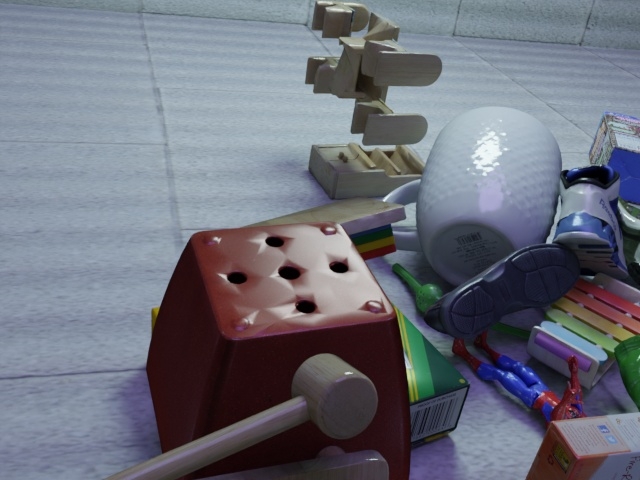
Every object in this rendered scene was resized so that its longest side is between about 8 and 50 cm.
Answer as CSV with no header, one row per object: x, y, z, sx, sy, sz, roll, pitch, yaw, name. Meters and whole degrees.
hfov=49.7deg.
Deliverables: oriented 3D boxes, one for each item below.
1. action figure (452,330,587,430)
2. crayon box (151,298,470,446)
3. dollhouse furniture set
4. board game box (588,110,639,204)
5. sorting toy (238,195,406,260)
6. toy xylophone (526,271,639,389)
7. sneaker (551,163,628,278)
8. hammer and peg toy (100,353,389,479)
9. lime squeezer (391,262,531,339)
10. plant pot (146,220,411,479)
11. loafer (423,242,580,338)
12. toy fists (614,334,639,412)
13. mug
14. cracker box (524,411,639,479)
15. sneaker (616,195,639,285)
0.333,0.204,1.061,0.091,0.139,0.280,-14,41,-31,action figure
-0.026,0.187,1.012,0.362,0.106,0.313,-10,36,-28,crayon box
0.142,-0.308,1.589,0.256,0.394,0.362,-5,34,-23,dollhouse furniture set
0.875,-0.219,1.882,0.231,0.141,0.291,15,32,10,board game box
0.000,0.000,1.266,0.255,0.090,0.257,-15,11,-13,sorting toy
0.495,0.168,1.197,0.236,0.081,0.322,26,31,23,toy xylophone
0.521,-0.040,1.313,0.127,0.182,0.315,5,-15,27,sneaker
-0.064,0.277,0.628,0.265,0.362,0.127,-4,13,-20,hammer and peg toy
0.242,0.124,1.259,0.310,0.059,0.110,26,3,27,lime squeezer
-0.047,0.126,0.782,0.267,0.236,0.267,-5,36,-20,plant pot
0.307,0.080,1.181,0.302,0.109,0.095,-20,4,-25,loafer
0.573,0.241,1.042,0.279,0.096,0.142,22,42,-21,toy fists
0.282,-0.064,1.387,0.373,0.276,0.328,-5,35,26,mug
0.388,0.299,0.893,0.232,0.156,0.067,-2,33,-16,cracker box
0.688,0.002,1.465,0.181,0.158,0.410,7,25,-22,sneaker
